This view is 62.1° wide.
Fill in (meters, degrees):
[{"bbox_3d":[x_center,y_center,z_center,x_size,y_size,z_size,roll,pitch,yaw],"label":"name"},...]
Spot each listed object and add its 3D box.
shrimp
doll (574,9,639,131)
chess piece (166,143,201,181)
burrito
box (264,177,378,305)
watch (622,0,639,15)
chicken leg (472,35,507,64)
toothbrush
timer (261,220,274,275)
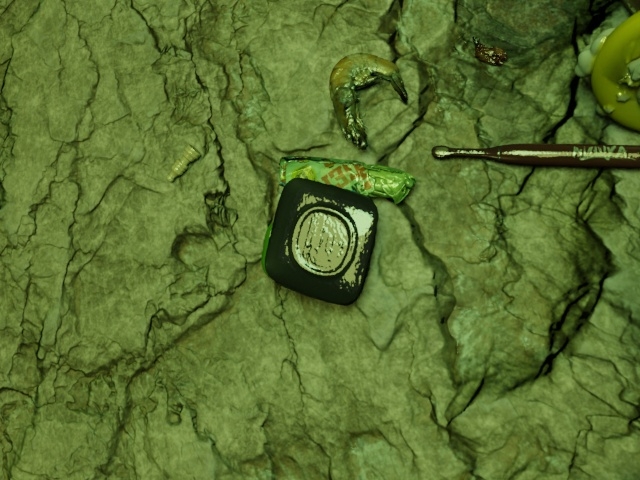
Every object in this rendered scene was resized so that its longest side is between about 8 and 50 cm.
[{"bbox_3d":[0.096,-0.284,1.058,0.150,0.051,0.217,-11,72,8],"label":"shrimp"},{"bbox_3d":[0.540,-0.256,0.825,0.237,0.252,0.111,44,64,-13],"label":"doll"},{"bbox_3d":[-0.305,-0.166,1.167,0.092,0.035,0.035,-47,70,8],"label":"chess piece"},{"bbox_3d":[0.040,-0.106,1.034,0.288,0.054,0.104,8,82,19],"label":"burrito"},{"bbox_3d":[0.000,0.000,0.983,0.201,0.042,0.212,15,88,11],"label":"box"},{"bbox_3d":[0.626,-0.494,0.783,0.327,0.335,0.313,-23,73,22],"label":"watch"},{"bbox_3d":[0.318,-0.360,1.017,0.083,0.021,0.036,38,102,25],"label":"chicken leg"},{"bbox_3d":[0.381,-0.152,0.946,0.364,0.041,0.040,4,81,19],"label":"toothbrush"},{"bbox_3d":[-0.043,0.021,1.040,0.140,0.047,0.127,7,83,18],"label":"timer"}]
